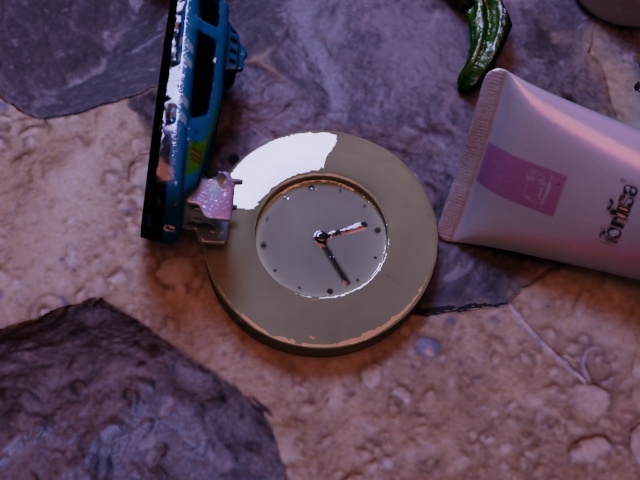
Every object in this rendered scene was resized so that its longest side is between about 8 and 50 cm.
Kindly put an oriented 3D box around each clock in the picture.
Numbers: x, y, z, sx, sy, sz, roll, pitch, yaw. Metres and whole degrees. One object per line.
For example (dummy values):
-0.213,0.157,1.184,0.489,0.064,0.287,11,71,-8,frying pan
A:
0.000,0.000,1.155,0.235,0.029,0.235,1,67,-2,clock

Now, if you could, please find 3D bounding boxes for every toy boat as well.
-0.116,-0.142,1.154,0.092,0.134,0.299,8,64,-9,toy boat

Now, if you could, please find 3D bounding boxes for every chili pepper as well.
0.159,-0.246,1.241,0.073,0.050,0.182,-12,72,-13,chili pepper

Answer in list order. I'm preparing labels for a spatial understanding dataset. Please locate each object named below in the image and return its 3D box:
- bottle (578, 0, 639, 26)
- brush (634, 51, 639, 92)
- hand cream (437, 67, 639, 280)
0.341,-0.334,1.176,0.147,0.236,0.148,0,69,-1,bottle
0.341,-0.112,1.091,0.085,0.020,0.336,20,30,0,brush
0.305,-0.031,1.111,0.358,0.185,0.118,16,29,4,hand cream
